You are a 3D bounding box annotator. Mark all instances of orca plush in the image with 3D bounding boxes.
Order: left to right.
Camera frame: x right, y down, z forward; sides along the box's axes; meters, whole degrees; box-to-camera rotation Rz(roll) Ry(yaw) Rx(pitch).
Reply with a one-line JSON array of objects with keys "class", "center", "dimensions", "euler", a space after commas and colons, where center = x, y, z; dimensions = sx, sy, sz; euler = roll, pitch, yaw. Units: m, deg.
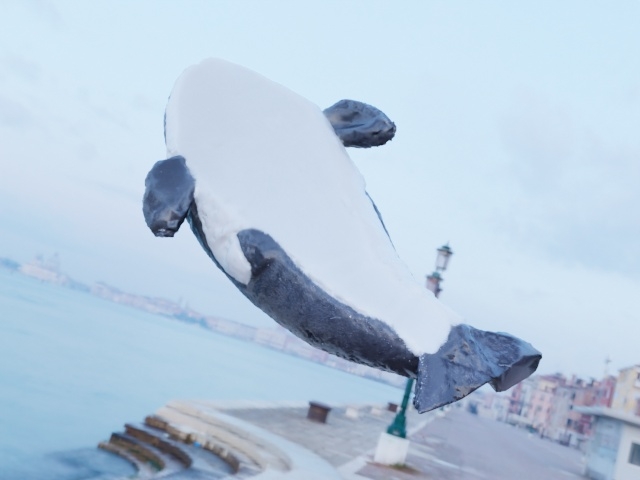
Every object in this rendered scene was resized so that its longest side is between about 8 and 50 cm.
[{"class": "orca plush", "center": [0.000, 0.000, 0.411], "dimensions": [0.287, 0.151, 0.102], "euler": [33, -29, 29]}]
